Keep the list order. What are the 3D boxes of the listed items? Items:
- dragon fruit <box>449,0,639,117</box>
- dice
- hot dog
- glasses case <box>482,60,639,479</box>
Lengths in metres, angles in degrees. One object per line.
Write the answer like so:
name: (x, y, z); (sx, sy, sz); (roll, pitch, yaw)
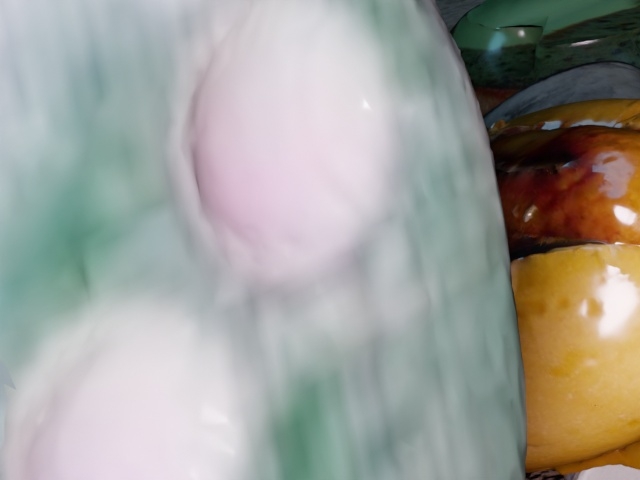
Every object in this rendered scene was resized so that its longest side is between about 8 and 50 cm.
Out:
dragon fruit: (0.172, -0.085, 1.153); (0.295, 0.130, 0.268); (-27, 27, -33)
dice: (-0.157, 0.051, 0.620); (0.328, 0.348, 0.330); (-19, 17, -39)
hot dog: (0.063, 0.028, 0.772); (0.326, 0.107, 0.194); (-28, 29, 33)
glasses case: (0.135, 0.009, 0.901); (0.114, 0.060, 0.299); (-29, 26, 9)
